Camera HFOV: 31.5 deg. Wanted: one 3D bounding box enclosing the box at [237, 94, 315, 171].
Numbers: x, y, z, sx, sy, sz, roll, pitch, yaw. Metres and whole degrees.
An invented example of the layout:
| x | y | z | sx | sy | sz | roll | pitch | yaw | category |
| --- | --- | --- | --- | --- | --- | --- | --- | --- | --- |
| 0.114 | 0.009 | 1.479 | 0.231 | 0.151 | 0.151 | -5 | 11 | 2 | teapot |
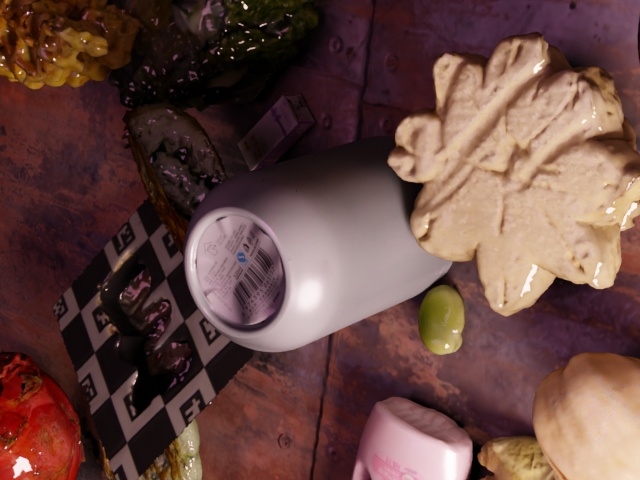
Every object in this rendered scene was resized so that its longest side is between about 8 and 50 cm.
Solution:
| x | y | z | sx | sy | sz | roll | pitch | yaw | category |
| --- | --- | --- | --- | --- | --- | --- | --- | --- | --- |
| -0.061 | -0.144 | 1.529 | 0.117 | 0.036 | 0.051 | -43 | 65 | 37 | box |

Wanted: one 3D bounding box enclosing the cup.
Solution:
| x | y | z | sx | sy | sz | roll | pitch | yaw | category |
| --- | --- | --- | --- | --- | --- | --- | --- | --- | --- |
| 0.000 | 0.000 | 1.286 | 0.205 | 0.312 | 0.206 | 9 | 106 | 33 | cup |

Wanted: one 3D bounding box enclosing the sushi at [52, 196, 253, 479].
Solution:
| x | y | z | sx | sy | sz | roll | pitch | yaw | category |
| --- | --- | --- | --- | --- | --- | --- | --- | --- | --- |
| -0.229 | 0.146 | 1.684 | 0.296 | 0.100 | 0.373 | -47 | 50 | 17 | sushi |

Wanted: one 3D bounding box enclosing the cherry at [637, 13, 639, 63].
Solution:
| x | y | z | sx | sy | sz | roll | pitch | yaw | category |
| --- | --- | --- | --- | --- | --- | --- | --- | --- | --- |
| 0.389 | -0.187 | 1.003 | 0.213 | 0.183 | 0.266 | -39 | 54 | 23 | cherry |

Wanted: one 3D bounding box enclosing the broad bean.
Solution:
| x | y | z | sx | sy | sz | roll | pitch | yaw | category |
| --- | --- | --- | --- | --- | --- | --- | --- | --- | --- |
| 0.145 | 0.095 | 1.359 | 0.063 | 0.045 | 0.083 | -4 | 84 | 42 | broad bean |

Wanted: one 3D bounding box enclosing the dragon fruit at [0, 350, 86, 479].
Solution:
| x | y | z | sx | sy | sz | roll | pitch | yaw | category |
| --- | --- | --- | --- | --- | --- | --- | --- | --- | --- |
| -0.537 | 0.339 | 1.861 | 0.295 | 0.295 | 0.302 | -12 | 90 | 43 | dragon fruit |

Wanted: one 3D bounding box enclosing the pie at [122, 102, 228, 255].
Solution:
| x | y | z | sx | sy | sz | roll | pitch | yaw | category |
| --- | --- | --- | --- | --- | --- | --- | --- | --- | --- |
| -0.156 | -0.039 | 1.485 | 0.355 | 0.102 | 0.288 | 56 | 172 | 24 | pie |

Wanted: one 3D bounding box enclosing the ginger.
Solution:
| x | y | z | sx | sy | sz | roll | pitch | yaw | category |
| --- | --- | --- | --- | --- | --- | --- | --- | --- | --- |
| 0.225 | 0.332 | 1.292 | 0.137 | 0.074 | 0.213 | 17 | 112 | 41 | ginger |

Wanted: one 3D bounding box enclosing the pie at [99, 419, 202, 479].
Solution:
| x | y | z | sx | sy | sz | roll | pitch | yaw | category |
| --- | --- | --- | --- | --- | --- | --- | --- | --- | --- |
| -0.265 | 0.316 | 1.759 | 0.240 | 0.054 | 0.241 | 7 | 101 | 43 | pie |

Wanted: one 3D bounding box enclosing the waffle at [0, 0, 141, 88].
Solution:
| x | y | z | sx | sy | sz | roll | pitch | yaw | category |
| --- | --- | --- | --- | --- | --- | --- | --- | --- | --- |
| -0.356 | -0.362 | 1.472 | 0.261 | 0.151 | 0.324 | 1 | 99 | 43 | waffle |

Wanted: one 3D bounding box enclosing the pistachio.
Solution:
| x | y | z | sx | sy | sz | roll | pitch | yaw | category |
| --- | --- | --- | --- | --- | --- | --- | --- | --- | --- |
| 0.318 | 0.212 | 1.134 | 0.229 | 0.157 | 0.157 | 50 | 125 | 16 | pistachio |

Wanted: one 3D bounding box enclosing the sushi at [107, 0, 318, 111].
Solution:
| x | y | z | sx | sy | sz | roll | pitch | yaw | category |
| --- | --- | --- | --- | --- | --- | --- | --- | --- | --- |
| -0.164 | -0.327 | 1.511 | 0.351 | 0.178 | 0.294 | -21 | 82 | 44 | sushi |

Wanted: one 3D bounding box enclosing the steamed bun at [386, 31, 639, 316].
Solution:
| x | y | z | sx | sy | sz | roll | pitch | yaw | category |
| --- | --- | --- | --- | --- | --- | --- | --- | --- | --- |
| 0.227 | -0.068 | 1.205 | 0.295 | 0.137 | 0.292 | -2 | 92 | 37 | steamed bun |

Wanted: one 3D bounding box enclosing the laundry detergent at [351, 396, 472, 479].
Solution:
| x | y | z | sx | sy | sz | roll | pitch | yaw | category |
| --- | --- | --- | --- | --- | --- | --- | --- | --- | --- |
| 0.090 | 0.369 | 1.408 | 0.159 | 0.087 | 0.335 | 28 | 113 | 39 | laundry detergent |
